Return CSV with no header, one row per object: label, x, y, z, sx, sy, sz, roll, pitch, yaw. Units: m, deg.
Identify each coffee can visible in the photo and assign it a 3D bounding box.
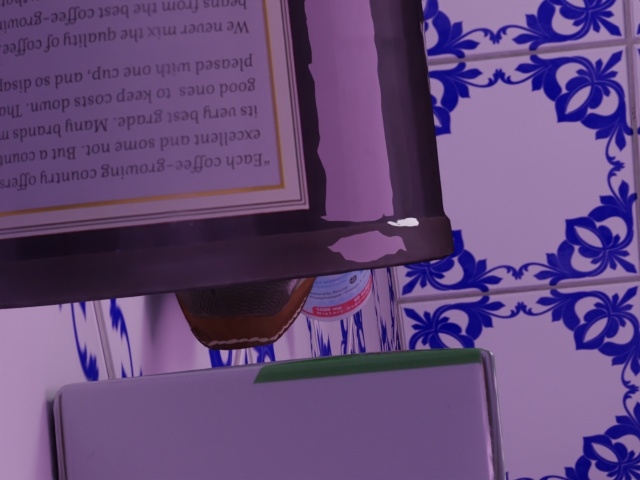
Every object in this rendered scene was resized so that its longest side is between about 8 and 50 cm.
coffee can,-0.065,-0.120,0.681,0.201,0.201,0.275,-15,99,-85

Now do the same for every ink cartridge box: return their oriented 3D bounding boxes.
ink cartridge box,-0.005,0.124,1.009,0.289,0.211,0.121,31,53,-83

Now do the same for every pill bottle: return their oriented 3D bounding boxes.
pill bottle,0.000,0.000,1.854,0.160,0.087,0.087,77,9,-48

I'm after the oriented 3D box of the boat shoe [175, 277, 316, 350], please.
boat shoe,-0.039,-0.011,1.297,0.324,0.122,0.120,-84,170,-61
